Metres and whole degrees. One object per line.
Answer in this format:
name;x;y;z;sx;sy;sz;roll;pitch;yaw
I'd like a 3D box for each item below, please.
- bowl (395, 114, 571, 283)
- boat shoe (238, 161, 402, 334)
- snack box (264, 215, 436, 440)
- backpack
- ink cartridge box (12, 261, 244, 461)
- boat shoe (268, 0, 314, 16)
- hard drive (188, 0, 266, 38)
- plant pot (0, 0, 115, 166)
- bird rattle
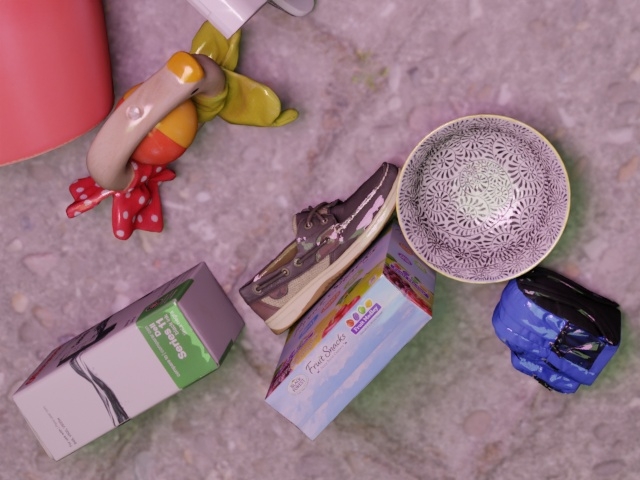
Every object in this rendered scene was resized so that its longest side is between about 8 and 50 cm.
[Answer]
bowl;0.161;-0.048;1.523;0.170;0.080;0.170;1;103;3
boat shoe;0.000;0.000;1.559;0.073;0.080;0.223;37;111;-9
snack box;0.034;0.082;1.510;0.070;0.207;0.174;41;105;-5
backpack;0.231;0.090;1.546;0.120;0.098;0.101;31;111;-3
ink cartridge box;-0.197;0.124;1.580;0.208;0.153;0.086;-31;99;13
boat shoe;-0.068;-0.269;1.513;0.142;0.049;0.040;41;139;-7
hard drive;-0.147;-0.342;1.419;0.307;0.203;0.040;44;128;-6
plant pot;-0.324;-0.213;1.457;0.275;0.275;0.243;-11;114;10
bird rattle;-0.164;-0.112;1.494;0.253;0.207;0.143;-36;80;6
